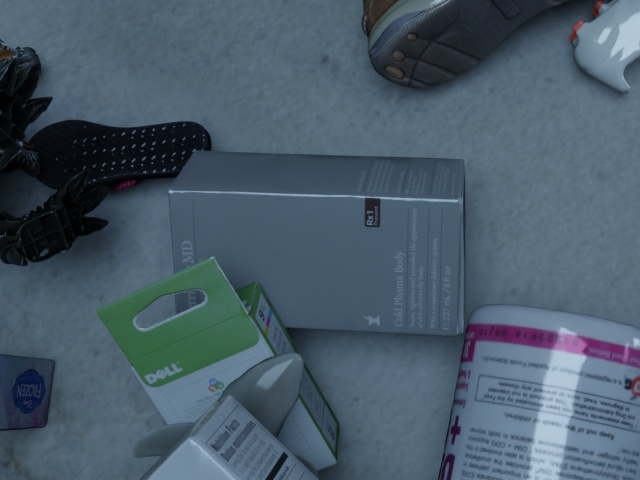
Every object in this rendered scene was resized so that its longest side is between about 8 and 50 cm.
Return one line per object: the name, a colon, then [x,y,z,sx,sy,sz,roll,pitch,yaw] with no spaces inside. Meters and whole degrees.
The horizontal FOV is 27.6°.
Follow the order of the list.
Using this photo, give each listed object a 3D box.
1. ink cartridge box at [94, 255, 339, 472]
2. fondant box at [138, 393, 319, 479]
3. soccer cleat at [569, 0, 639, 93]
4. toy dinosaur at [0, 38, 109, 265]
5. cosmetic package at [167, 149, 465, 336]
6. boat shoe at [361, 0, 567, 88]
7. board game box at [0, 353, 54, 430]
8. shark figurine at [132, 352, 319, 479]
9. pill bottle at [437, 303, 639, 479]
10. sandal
ink cartridge box: [-0.078,0.104,1.041,0.109,0.062,0.209,-23,113,14]
fondant box: [-0.034,0.308,0.904,0.330,0.096,0.238,44,108,1]
soccer cleat: [0.299,-0.212,1.115,0.076,0.068,0.196,44,95,8]
toy dinosaur: [-0.310,-0.048,1.084,0.218,0.164,0.321,1,66,27]
cosmetic package: [0.000,0.000,1.072,0.238,0.107,0.127,0,113,6]
boat shoe: [0.168,-0.258,1.088,0.324,0.123,0.116,-28,55,14]
board game box: [-0.414,0.107,1.017,0.319,0.318,0.065,3,83,9]
shark figurine: [-0.053,0.233,1.008,0.166,0.116,0.278,-15,114,12]
pill bottle: [0.168,0.202,1.003,0.160,0.160,0.283,10,81,9]
sandal: [-0.179,-0.072,1.157,0.179,0.040,0.067,0,71,16]
